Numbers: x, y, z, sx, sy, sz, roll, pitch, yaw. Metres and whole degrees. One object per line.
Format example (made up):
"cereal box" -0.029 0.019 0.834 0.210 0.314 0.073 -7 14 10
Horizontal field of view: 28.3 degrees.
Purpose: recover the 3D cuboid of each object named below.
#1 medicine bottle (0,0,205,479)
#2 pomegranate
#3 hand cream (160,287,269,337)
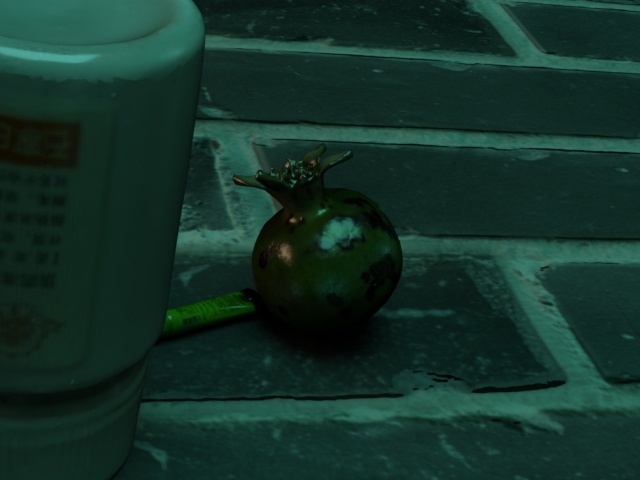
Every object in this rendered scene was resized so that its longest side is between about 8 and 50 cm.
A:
"medicine bottle" -0.207 -0.006 0.911 0.211 0.372 0.211 10 31 -6
"pomegranate" 0.000 0.000 1.167 0.148 0.169 0.148 -18 6 2
"hand cream" -0.104 0.066 1.161 0.122 0.023 0.036 -15 39 -37
